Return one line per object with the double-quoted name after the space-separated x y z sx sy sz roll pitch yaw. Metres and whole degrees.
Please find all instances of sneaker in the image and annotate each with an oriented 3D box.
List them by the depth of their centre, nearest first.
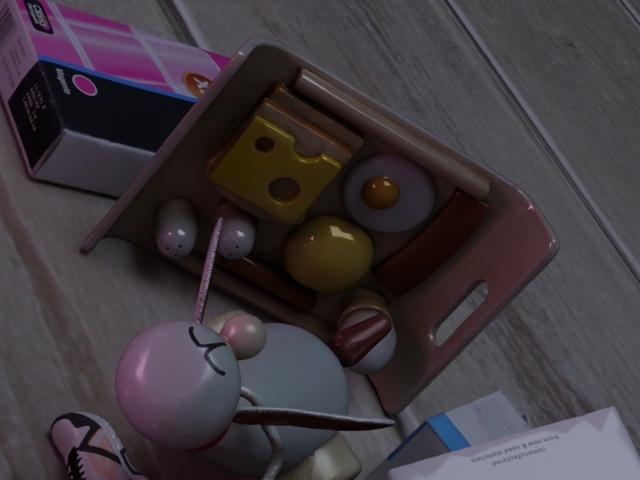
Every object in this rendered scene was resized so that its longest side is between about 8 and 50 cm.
-0.146 0.150 1.032 0.044 0.040 0.109 -8 38 -44 "sneaker"

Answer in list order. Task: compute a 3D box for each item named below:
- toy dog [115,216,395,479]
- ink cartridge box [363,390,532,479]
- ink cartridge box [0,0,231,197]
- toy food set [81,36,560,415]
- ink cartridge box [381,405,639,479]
-0.024 0.090 1.048 0.220 0.161 0.334 51 -2 -8 "toy dog"
0.118 0.188 1.258 0.090 0.092 0.143 52 31 18 "ink cartridge box"
-0.114 -0.099 1.417 0.371 0.069 0.175 15 38 -43 "ink cartridge box"
0.000 0.000 1.244 0.306 0.220 0.092 29 30 -22 "toy food set"
0.140 0.259 1.016 0.168 0.171 0.232 -13 63 -20 "ink cartridge box"
